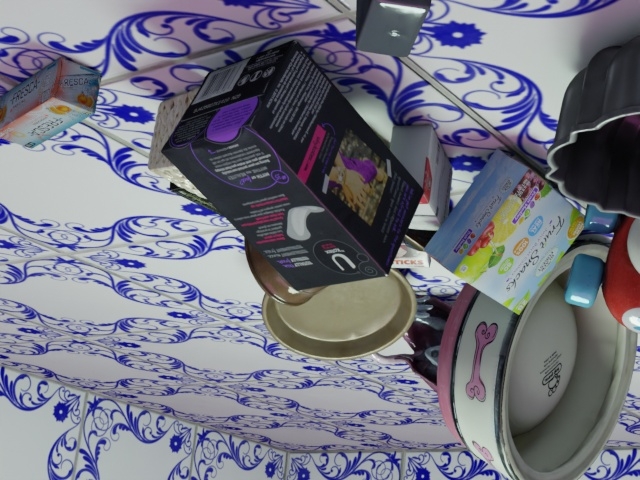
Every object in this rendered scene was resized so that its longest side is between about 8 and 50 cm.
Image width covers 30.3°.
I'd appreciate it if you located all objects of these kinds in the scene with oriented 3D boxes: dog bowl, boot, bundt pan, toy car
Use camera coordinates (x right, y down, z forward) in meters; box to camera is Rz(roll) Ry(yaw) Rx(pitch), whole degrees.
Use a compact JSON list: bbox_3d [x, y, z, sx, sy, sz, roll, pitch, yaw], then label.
[{"bbox_3d":[0.345,0.189,1.896,0.150,0.408,0.408,13,170,41],"label":"dog bowl"},{"bbox_3d":[0.150,-0.008,1.798,0.106,0.082,0.219,-6,167,39],"label":"boot"},{"bbox_3d":[0.416,-0.131,1.304,0.330,0.124,0.331,6,161,2],"label":"bundt pan"},{"bbox_3d":[0.449,0.026,1.541,0.219,0.210,0.238,15,-177,9],"label":"toy car"}]

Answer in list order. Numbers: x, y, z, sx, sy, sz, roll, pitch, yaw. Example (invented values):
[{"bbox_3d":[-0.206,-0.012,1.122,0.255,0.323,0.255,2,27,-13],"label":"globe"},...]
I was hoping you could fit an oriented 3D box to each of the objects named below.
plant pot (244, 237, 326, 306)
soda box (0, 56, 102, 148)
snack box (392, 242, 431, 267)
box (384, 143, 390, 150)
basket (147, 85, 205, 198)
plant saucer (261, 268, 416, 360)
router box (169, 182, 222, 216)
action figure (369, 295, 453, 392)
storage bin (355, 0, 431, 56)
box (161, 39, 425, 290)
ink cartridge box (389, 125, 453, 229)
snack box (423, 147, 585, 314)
[{"bbox_3d":[0.000,0.000,1.782,0.165,0.167,0.167,-20,149,40],"label":"plant pot"},{"bbox_3d":[-0.353,-0.174,1.517,0.063,0.058,0.183,20,158,-35],"label":"soda box"},{"bbox_3d":[0.091,0.016,1.955,0.178,0.022,0.064,0,132,16],"label":"snack box"},{"bbox_3d":[0.063,-0.095,1.645,0.109,0.042,0.178,-4,160,29],"label":"box"},{"bbox_3d":[-0.131,-0.115,1.539,0.103,0.113,0.167,-8,157,41],"label":"basket"},{"bbox_3d":[0.033,0.113,2.114,0.277,0.041,0.278,-1,134,-1],"label":"plant saucer"},{"bbox_3d":[-0.151,-0.078,1.768,0.092,0.038,0.122,-8,157,37],"label":"router box"},{"bbox_3d":[0.257,0.266,2.334,0.275,0.248,0.370,-1,157,22],"label":"action figure"},{"bbox_3d":[0.065,-0.242,1.137,0.098,0.091,0.135,8,160,-6],"label":"storage bin"},{"bbox_3d":[-0.028,-0.082,1.423,0.165,0.143,0.270,-10,133,43],"label":"box"},{"bbox_3d":[0.132,-0.081,1.575,0.056,0.099,0.135,2,160,19],"label":"ink cartridge box"},{"bbox_3d":[0.262,-0.008,1.638,0.070,0.174,0.207,40,-173,38],"label":"snack box"}]
